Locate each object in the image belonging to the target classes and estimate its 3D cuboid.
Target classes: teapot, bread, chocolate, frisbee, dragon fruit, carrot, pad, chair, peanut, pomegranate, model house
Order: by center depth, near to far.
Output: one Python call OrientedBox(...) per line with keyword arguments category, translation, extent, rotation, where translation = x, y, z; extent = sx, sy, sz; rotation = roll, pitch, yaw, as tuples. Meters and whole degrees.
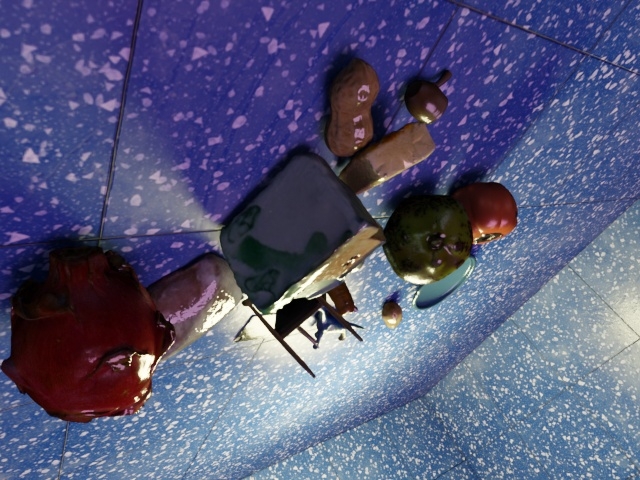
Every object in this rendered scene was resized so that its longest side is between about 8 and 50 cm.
OrientedBox(category="dragon fruit", translation=(-0.372, 0.165, 0.765), extent=(0.250, 0.250, 0.315), rotation=(12, 104, -51))
OrientedBox(category="peanut", translation=(0.052, -0.210, 0.768), extent=(0.089, 0.089, 0.193), rotation=(-23, 149, -17))
OrientedBox(category="teapot", translation=(0.199, -0.274, 0.865), extent=(0.080, 0.085, 0.111), rotation=(32, 83, -34))
OrientedBox(category="bread", translation=(0.114, -0.146, 0.866), extent=(0.125, 0.068, 0.188), rotation=(-29, -178, -13))
OrientedBox(category="model house", translation=(0.000, 0.000, 0.955), extent=(0.267, 0.194, 0.324), rotation=(-41, 159, 17))
OrientedBox(category="chocolate", translation=(-0.296, 0.161, 0.965), extent=(0.303, 0.100, 0.185), rotation=(-34, 147, -5))
OrientedBox(category="carrot", translation=(0.025, 0.092, 1.079), extent=(0.060, 0.186, 0.060), rotation=(-20, 152, -11))
OrientedBox(category="chair", translation=(-0.045, 0.166, 1.158), extent=(0.188, 0.166, 0.272), rotation=(-40, 106, 13))
OrientedBox(category="pomegranate", translation=(0.272, 0.010, 1.171), extent=(0.221, 0.204, 0.277), rotation=(-27, 149, 3))
OrientedBox(category="pad", translation=(-0.142, 0.242, 1.309), extent=(0.193, 0.004, 0.116), rotation=(3, 134, -46))
OrientedBox(category="peanut", translation=(0.257, 0.269, 1.663), extent=(0.076, 0.076, 0.152), rotation=(-31, 148, -5))
OrientedBox(category="frisbee", translation=(0.433, 0.142, 1.668), extent=(0.289, 0.049, 0.290), rotation=(-25, 146, -19))

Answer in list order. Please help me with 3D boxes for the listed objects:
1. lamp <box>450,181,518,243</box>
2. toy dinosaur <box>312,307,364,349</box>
OrientedBox(category="lamp", translation=(0.424, -0.079, 1.243), extent=(0.187, 0.164, 0.188), rotation=(-7, 160, -3))
OrientedBox(category="toy dinosaur", translation=(0.051, 0.241, 1.435), extent=(0.247, 0.075, 0.188), rotation=(-4, 132, -31))
